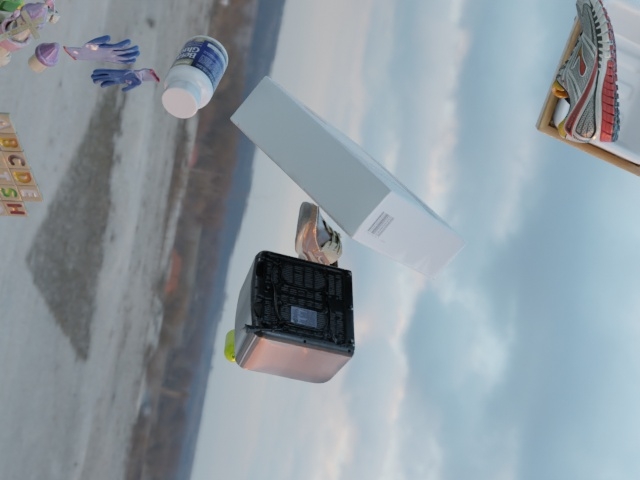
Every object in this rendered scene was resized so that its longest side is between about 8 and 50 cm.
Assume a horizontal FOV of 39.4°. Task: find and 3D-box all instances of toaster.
[{"bbox_3d":[-0.045,0.115,1.363,0.110,0.186,0.168,120,-23,-43],"label":"toaster"}]

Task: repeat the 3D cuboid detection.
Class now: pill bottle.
[{"bbox_3d":[-0.242,-0.309,1.703,0.169,0.094,0.094,-74,180,-45],"label":"pill bottle"}]

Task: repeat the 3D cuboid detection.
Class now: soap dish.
[{"bbox_3d":[0.541,-0.292,1.665,0.118,0.229,0.290,-174,-75,-78],"label":"soap dish"}]

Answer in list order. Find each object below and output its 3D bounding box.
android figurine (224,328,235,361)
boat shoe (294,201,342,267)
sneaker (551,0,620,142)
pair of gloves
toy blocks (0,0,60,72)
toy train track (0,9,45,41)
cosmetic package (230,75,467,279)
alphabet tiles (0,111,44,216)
[{"bbox_3d":[-0.096,0.152,1.798,0.248,0.056,0.273,-43,-164,10],"label":"android figurine"},{"bbox_3d":[0.000,0.000,2.253,0.324,0.117,0.123,85,10,-66],"label":"boat shoe"},{"bbox_3d":[0.379,-0.249,1.288,0.088,0.093,0.225,32,59,-64],"label":"sneaker"},{"bbox_3d":[-0.430,-0.368,1.866,0.198,0.159,0.023,51,42,-63],"label":"pair of gloves"},{"bbox_3d":[-0.621,-0.528,1.844,0.260,0.309,0.288,-26,-108,39],"label":"toy blocks"},{"bbox_3d":[-0.483,-0.339,1.436,0.014,0.083,0.048,5,-56,57],"label":"toy train track"},{"bbox_3d":[0.058,-0.088,1.427,0.097,0.284,0.377,-51,154,7],"label":"cosmetic package"},{"bbox_3d":[-0.596,-0.129,1.551,0.237,0.198,0.009,85,11,-45],"label":"alphabet tiles"}]
